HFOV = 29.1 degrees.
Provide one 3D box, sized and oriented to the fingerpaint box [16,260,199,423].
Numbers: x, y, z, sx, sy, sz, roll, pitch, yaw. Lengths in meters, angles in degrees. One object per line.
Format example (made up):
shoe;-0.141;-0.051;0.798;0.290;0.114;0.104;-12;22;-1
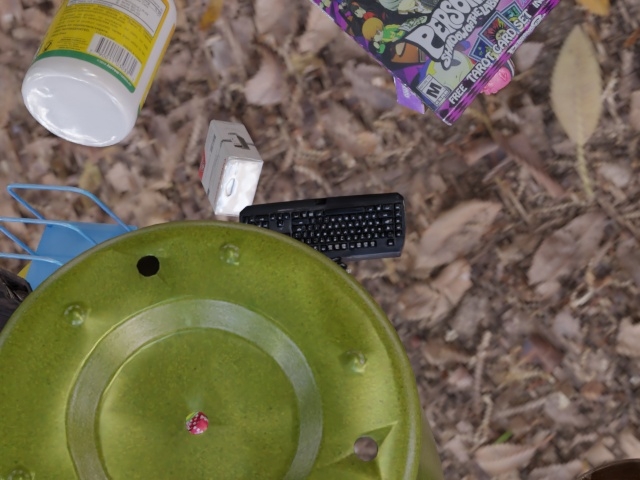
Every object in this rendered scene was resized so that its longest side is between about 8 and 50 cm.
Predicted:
fingerpaint box;-0.345;0.239;1.588;0.445;0.371;0.163;-42;59;15

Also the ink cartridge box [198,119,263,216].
ink cartridge box;-0.138;-0.110;1.879;0.135;0.056;0.099;-118;40;-55

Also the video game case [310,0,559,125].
video game case;0.130;-0.270;1.238;0.210;0.042;0.232;45;103;16

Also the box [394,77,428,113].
box;0.211;-0.371;1.952;0.057;0.293;0.201;25;154;27

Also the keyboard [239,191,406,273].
keyboard;0.000;0.000;1.368;0.192;0.038;0.100;-6;83;14

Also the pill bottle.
pill bottle;-0.214;-0.208;1.253;0.117;0.208;0.117;11;147;7

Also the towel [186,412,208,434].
towel;-0.170;0.359;1.452;0.199;0.275;0.031;47;177;-11

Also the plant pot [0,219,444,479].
plant pot;-0.070;0.168;0.790;0.366;0.366;0.353;43;160;16

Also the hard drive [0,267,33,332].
hard drive;-0.320;0.084;0.915;0.054;0.254;0.172;43;95;21

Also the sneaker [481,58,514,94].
sneaker;0.192;-0.303;1.432;0.112;0.299;0.121;-10;146;12

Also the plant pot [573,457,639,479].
plant pot;0.407;0.428;1.527;0.215;0.215;0.230;10;134;38

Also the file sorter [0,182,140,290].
file sorter;-0.279;0.038;1.243;0.118;0.170;0.104;4;154;26
